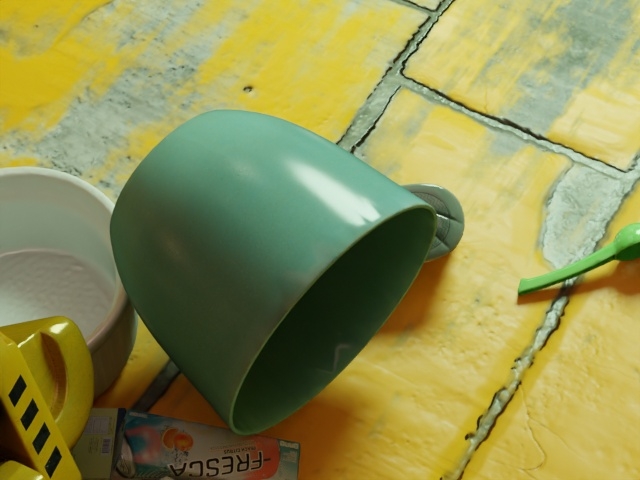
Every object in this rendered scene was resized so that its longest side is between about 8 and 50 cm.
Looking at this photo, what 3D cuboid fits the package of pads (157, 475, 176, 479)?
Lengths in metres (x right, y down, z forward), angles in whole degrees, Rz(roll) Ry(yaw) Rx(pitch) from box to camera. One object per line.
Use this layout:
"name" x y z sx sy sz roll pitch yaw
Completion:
"package of pads" -0.083 0.372 1.371 0.297 0.101 0.229 21 59 25

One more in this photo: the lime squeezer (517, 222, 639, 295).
"lime squeezer" 0.382 0.037 1.619 0.311 0.059 0.110 13 56 11

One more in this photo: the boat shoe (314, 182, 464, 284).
"boat shoe" 0.001 -0.003 1.652 0.321 0.103 0.118 -9 82 3

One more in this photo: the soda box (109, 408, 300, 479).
"soda box" -0.115 0.224 1.479 0.183 0.063 0.058 12 54 -12

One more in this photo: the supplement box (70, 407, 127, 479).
"supplement box" -0.243 0.222 1.524 0.083 0.056 0.083 0 55 3

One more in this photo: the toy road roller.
"toy road roller" -0.299 0.210 1.343 0.203 0.329 0.240 -11 19 37

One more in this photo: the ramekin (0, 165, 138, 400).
"ramekin" -0.328 0.069 1.589 0.277 0.135 0.277 -2 54 2

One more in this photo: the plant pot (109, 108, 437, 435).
"plant pot" -0.068 0.009 1.470 0.235 0.293 0.293 40 66 18
